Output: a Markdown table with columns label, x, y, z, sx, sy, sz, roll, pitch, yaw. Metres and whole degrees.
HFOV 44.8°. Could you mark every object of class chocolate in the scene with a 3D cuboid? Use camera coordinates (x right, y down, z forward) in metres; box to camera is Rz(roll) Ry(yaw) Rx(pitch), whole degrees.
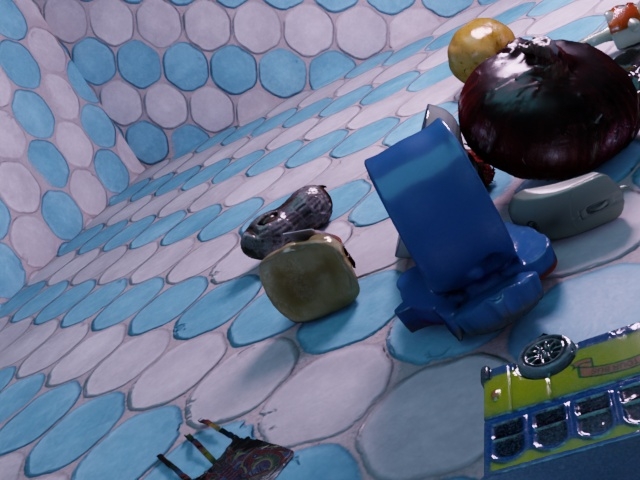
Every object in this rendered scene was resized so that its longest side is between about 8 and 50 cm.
| label | x | y | z | sx | sy | sz | roll | pitch | yaw |
| --- | --- | --- | --- | --- | --- | --- | --- | --- | --- |
| chocolate | -0.074 | -0.038 | 1.765 | 0.248 | 0.110 | 0.110 | -32 | 19 | -14 |

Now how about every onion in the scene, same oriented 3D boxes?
| label | x | y | z | sx | sy | sz | roll | pitch | yaw |
| --- | --- | --- | --- | --- | --- | --- | --- | --- | --- |
| onion | 0.397 | -0.243 | 1.348 | 0.314 | 0.232 | 0.314 | -2 | 46 | 2 |

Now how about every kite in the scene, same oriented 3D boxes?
| label | x | y | z | sx | sy | sz | roll | pitch | yaw |
| --- | --- | --- | --- | --- | --- | --- | --- | --- | --- |
| kite | -0.158 | 0.322 | 1.134 | 0.152 | 0.015 | 0.285 | -40 | 21 | -24 |

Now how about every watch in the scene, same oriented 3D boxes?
| label | x | y | z | sx | sy | sz | roll | pitch | yaw |
| --- | --- | --- | --- | --- | --- | --- | --- | --- | --- |
| watch | 0.175 | -0.014 | 1.080 | 0.241 | 0.274 | 0.305 | -29 | 15 | 6 |

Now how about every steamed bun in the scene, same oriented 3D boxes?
| label | x | y | z | sx | sy | sz | roll | pitch | yaw |
| --- | --- | --- | --- | --- | --- | --- | --- | --- | --- |
| steamed bun | -0.006 | 0.056 | 1.414 | 0.172 | 0.141 | 0.155 | -20 | 8 | 21 |

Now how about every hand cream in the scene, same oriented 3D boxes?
| label | x | y | z | sx | sy | sz | roll | pitch | yaw |
| --- | --- | --- | --- | --- | --- | --- | --- | --- | --- |
| hand cream | 0.001 | -0.002 | 1.501 | 0.052 | 0.038 | 0.216 | -39 | -19 | 14 |

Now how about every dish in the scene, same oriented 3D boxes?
| label | x | y | z | sx | sy | sz | roll | pitch | yaw |
| --- | --- | --- | --- | --- | --- | --- | --- | --- | --- |
| dish | 0.220 | -0.090 | 1.351 | 0.134 | 0.273 | 0.273 | 13 | 29 | 4 |

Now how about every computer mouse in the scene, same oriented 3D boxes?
| label | x | y | z | sx | sy | sz | roll | pitch | yaw |
| --- | --- | --- | --- | --- | --- | --- | --- | --- | --- |
| computer mouse | 0.370 | -0.045 | 1.160 | 0.181 | 0.089 | 0.056 | -17 | 34 | 29 |

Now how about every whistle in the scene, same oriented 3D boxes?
| label | x | y | z | sx | sy | sz | roll | pitch | yaw |
| --- | --- | --- | --- | --- | --- | --- | --- | --- | --- |
| whistle | 0.693 | -0.484 | 1.740 | 0.253 | 0.106 | 0.101 | -21 | -19 | 28 |

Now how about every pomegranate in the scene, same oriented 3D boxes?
| label | x | y | z | sx | sy | sz | roll | pitch | yaw |
| --- | --- | --- | --- | --- | --- | --- | --- | --- | --- |
| pomegranate | 0.421 | -0.507 | 2.071 | 0.196 | 0.196 | 0.196 | -27 | 20 | 11 |

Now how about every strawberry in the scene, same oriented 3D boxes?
| label | x | y | z | sx | sy | sz | roll | pitch | yaw |
| --- | --- | --- | --- | --- | --- | --- | --- | --- | --- |
| strawberry | 0.279 | -0.136 | 1.497 | 0.106 | 0.106 | 0.106 | -27 | 20 | 11 |

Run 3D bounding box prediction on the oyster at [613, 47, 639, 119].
| label | x | y | z | sx | sy | sz | roll | pitch | yaw |
| --- | --- | --- | --- | --- | --- | --- | --- | --- | --- |
| oyster | 0.612 | -0.309 | 1.447 | 0.221 | 0.096 | 0.361 | -31 | 21 | -21 |

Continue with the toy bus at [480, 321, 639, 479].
| label | x | y | z | sx | sy | sz | roll | pitch | yaw |
| --- | --- | --- | --- | --- | --- | --- | --- | --- | --- |
| toy bus | 0.302 | 0.160 | 0.656 | 0.312 | 0.152 | 0.190 | -23 | 20 | 22 |
